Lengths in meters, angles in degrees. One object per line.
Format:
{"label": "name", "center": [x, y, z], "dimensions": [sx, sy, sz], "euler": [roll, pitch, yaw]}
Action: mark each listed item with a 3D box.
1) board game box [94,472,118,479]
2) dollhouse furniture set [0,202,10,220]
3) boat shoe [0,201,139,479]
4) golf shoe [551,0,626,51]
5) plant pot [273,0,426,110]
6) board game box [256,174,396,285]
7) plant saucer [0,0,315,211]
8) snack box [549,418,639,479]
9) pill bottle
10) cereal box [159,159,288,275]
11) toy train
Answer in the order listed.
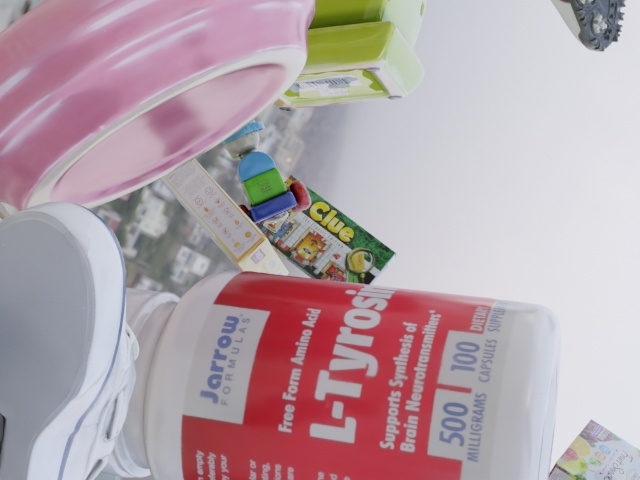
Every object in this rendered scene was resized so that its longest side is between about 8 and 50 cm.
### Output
{"label": "board game box", "center": [-0.241, 0.393, 1.110], "dimensions": [0.224, 0.097, 0.304], "euler": [106, -32, -61]}
{"label": "dollhouse furniture set", "center": [-0.516, 0.017, 1.240], "dimensions": [0.262, 0.135, 0.259], "euler": [-41, -138, -16]}
{"label": "boat shoe", "center": [-0.147, 0.070, 0.566], "dimensions": [0.084, 0.095, 0.258], "euler": [-33, 160, -47]}
{"label": "golf shoe", "center": [0.298, -0.364, 1.301], "dimensions": [0.105, 0.273, 0.120], "euler": [-30, -172, -33]}
{"label": "plant pot", "center": [0.002, -0.268, 1.131], "dimensions": [0.227, 0.228, 0.207], "euler": [20, 67, -74]}
{"label": "board game box", "center": [0.000, 0.000, 1.902], "dimensions": [0.136, 0.259, 0.030], "euler": [-48, 163, -18]}
{"label": "plant saucer", "center": [-0.136, -0.114, 0.792], "dimensions": [0.332, 0.084, 0.332], "euler": [-31, 177, -2]}
{"label": "snack box", "center": [0.347, 0.284, 1.243], "dimensions": [0.141, 0.100, 0.037], "euler": [-25, 143, -55]}
{"label": "pill bottle", "center": [-0.006, 0.147, 0.896], "dimensions": [0.229, 0.407, 0.229], "euler": [5, 90, -74]}
{"label": "cereal box", "center": [-0.139, -0.052, 1.181], "dimensions": [0.047, 0.240, 0.173], "euler": [-42, 164, -4]}
{"label": "toy train", "center": [-0.095, -0.090, 1.463], "dimensions": [0.105, 0.143, 0.248], "euler": [-23, -178, -6]}
